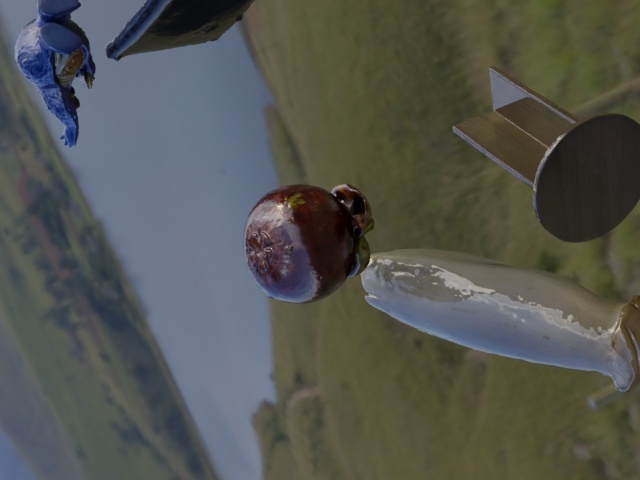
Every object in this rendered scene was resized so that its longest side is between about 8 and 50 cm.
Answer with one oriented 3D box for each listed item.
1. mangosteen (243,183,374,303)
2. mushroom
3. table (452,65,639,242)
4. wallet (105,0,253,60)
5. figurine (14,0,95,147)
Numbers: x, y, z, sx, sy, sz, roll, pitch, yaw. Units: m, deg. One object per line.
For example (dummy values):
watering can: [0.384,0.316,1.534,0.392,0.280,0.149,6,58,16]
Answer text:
mangosteen: [-0.003,0.010,1.611,0.156,0.181,0.145,-28,55,47]
mushroom: [0.263,0.096,1.811,0.407,0.137,0.154,17,177,23]
table: [0.276,-0.121,1.634,0.226,0.167,0.167,46,158,52]
wallet: [-0.090,-0.255,1.241,0.285,0.146,0.030,-37,74,48]
figurine: [-0.440,-0.290,2.164,0.262,0.121,0.164,99,176,-47]
